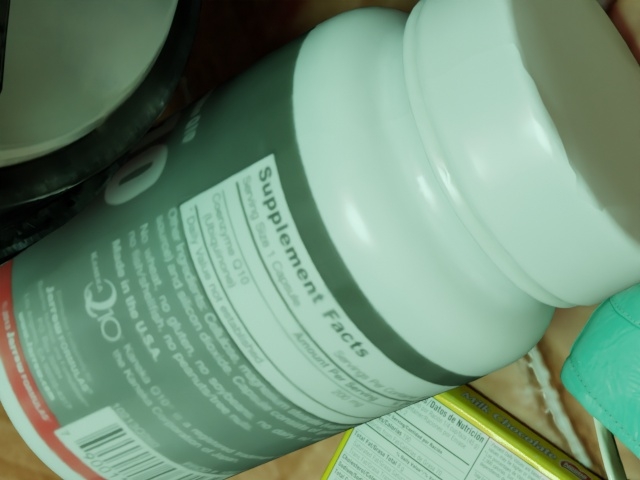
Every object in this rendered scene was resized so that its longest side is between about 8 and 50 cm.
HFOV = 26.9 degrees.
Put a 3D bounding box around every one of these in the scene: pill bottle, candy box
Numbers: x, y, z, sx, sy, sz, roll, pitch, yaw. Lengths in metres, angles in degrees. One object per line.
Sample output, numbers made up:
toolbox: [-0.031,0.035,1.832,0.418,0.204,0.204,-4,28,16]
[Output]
pill bottle: [0.000,0.000,0.579,0.283,0.161,0.161,-27,87,31]
candy box: [0.095,0.148,0.636,0.206,0.027,0.105,35,113,19]

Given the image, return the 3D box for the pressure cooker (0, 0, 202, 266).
pressure cooker: [-0.250,-0.126,0.495,0.420,0.375,0.370,-25,105,36]

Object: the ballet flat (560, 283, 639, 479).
ballet flat: [0.183,0.130,0.551,0.087,0.083,0.247,-40,74,26]
